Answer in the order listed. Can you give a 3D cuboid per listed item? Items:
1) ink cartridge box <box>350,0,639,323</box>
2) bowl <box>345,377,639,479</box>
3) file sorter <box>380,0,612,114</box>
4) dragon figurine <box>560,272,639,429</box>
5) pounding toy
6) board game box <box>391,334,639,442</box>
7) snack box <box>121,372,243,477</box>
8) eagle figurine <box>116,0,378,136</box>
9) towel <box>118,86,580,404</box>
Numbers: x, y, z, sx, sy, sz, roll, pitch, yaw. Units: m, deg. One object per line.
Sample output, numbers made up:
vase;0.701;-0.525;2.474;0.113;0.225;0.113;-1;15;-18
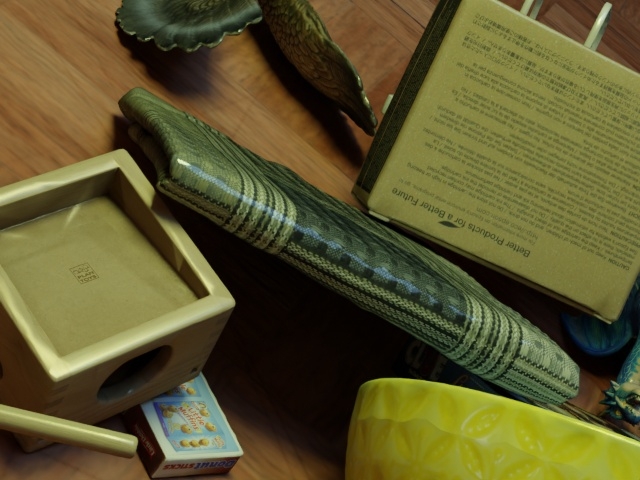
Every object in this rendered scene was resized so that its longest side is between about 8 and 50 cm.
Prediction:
ink cartridge box;0.170;-0.070;1.171;0.234;0.193;0.088;25;6;-14
bowl;0.132;0.207;0.854;0.289;0.289;0.156;27;75;-22
file sorter;0.228;-0.136;1.336;0.277;0.173;0.193;25;8;8
dragon figurine;0.277;0.073;1.307;0.085;0.144;0.289;26;13;-20
pounding toy;-0.159;0.068;0.821;0.206;0.094;0.181;-22;65;-36
board game box;0.187;0.151;1.071;0.243;0.042;0.165;27;4;-22
snack box;-0.114;0.073;0.927;0.064;0.022;0.178;6;43;-45
eagle figurine;-0.056;-0.243;1.311;0.226;0.225;0.298;0;69;8
towel;0.000;0.000;1.027;0.312;0.056;0.324;28;6;-17
